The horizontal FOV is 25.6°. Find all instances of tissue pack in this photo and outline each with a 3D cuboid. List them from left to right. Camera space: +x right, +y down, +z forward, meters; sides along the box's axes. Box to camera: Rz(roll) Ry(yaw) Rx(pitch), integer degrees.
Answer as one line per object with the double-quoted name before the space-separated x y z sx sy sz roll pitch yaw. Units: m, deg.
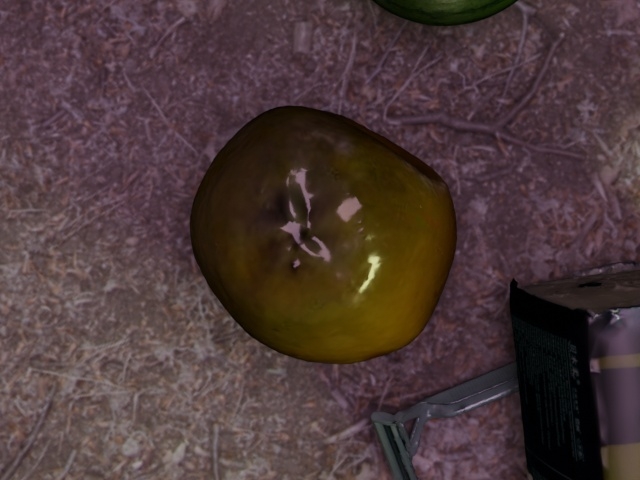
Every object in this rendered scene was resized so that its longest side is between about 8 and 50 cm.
"tissue pack" 0.351 0.234 1.454 0.253 0.264 0.416 -10 95 -10

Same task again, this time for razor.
"razor" 0.191 0.169 1.582 0.278 0.056 0.111 -27 129 -8

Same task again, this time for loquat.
"loquat" 0.000 0.000 1.452 0.276 0.284 0.276 -1 87 15

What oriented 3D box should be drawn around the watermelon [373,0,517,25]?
"watermelon" 0.133 -0.344 1.477 0.242 0.242 0.242 0 91 -2
